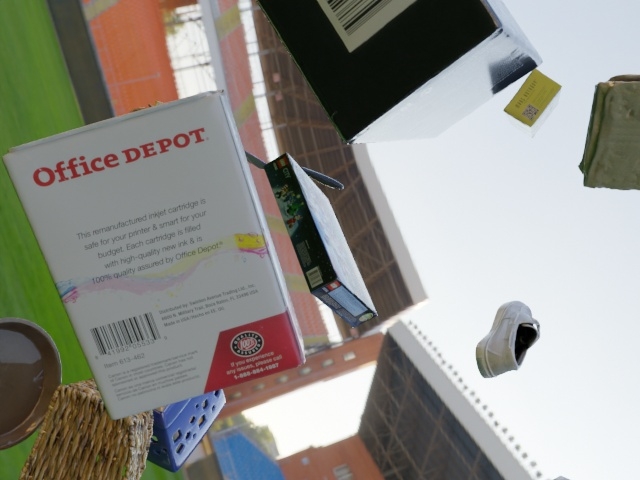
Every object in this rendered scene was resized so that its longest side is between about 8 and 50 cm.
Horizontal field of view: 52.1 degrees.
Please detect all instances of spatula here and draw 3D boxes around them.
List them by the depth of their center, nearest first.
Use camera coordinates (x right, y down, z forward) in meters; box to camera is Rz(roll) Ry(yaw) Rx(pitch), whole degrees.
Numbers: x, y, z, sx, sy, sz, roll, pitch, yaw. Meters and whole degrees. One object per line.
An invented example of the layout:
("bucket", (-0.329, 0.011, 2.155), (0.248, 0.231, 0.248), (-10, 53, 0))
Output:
("spatula", (-0.072, -0.169, 1.572), (0.084, 0.296, 0.030), (12, -91, 65))

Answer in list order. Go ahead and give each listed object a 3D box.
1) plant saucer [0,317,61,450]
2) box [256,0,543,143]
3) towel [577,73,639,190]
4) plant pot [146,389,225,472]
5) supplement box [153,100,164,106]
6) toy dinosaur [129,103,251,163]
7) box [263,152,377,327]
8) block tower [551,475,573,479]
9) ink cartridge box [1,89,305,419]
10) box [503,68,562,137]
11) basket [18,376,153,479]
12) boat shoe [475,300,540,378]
("plant saucer", (-0.676, 0.301, 1.382), (0.041, 0.278, 0.278), (1, -68, 32))
("box", (0.107, -0.309, 0.868), (0.293, 0.212, 0.395), (59, 26, 6))
("towel", (0.552, -0.155, 0.995), (0.049, 0.282, 0.187), (-62, 155, -54))
("plant pot", (-0.393, 0.382, 1.607), (0.236, 0.236, 0.212), (20, -44, 19))
("supplement box", (-0.340, -0.287, 1.535), (0.062, 0.098, 0.036), (65, 47, -84))
("toy dinosaur", (-0.212, -0.170, 0.967), (0.211, 0.112, 0.064), (25, -66, 20))
("box", (0.000, 0.000, 0.975), (0.159, 0.044, 0.233), (43, 21, -56))
("block tower", (0.458, 0.614, 1.196), (0.091, 0.097, 0.335), (5, -75, 56))
("ink cartridge box", (-0.095, 0.005, 0.412), (0.072, 0.127, 0.175), (-107, -179, -74))
("box", (0.381, -0.240, 1.174), (0.058, 0.087, 0.232), (38, 14, 12))
("basket", (-0.466, 0.454, 1.363), (0.223, 0.213, 0.299), (76, 35, -83))
("boat shoe", (0.270, 0.130, 0.903), (0.063, 0.184, 0.066), (-14, -86, 35))
